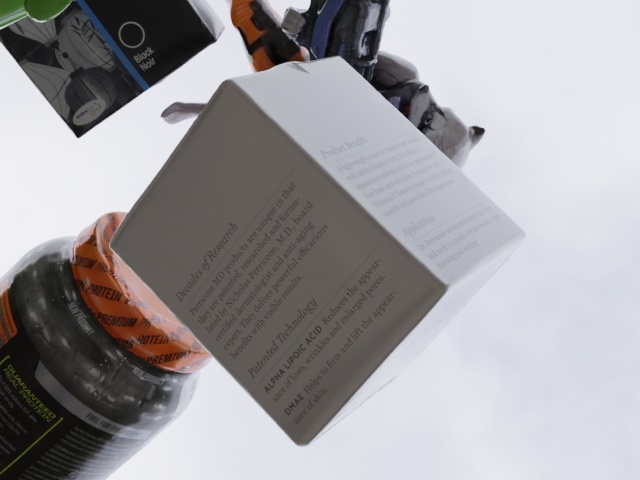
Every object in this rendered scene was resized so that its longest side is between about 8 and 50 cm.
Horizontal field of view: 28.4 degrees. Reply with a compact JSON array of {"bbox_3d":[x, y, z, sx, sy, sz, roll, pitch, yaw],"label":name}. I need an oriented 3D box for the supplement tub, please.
[{"bbox_3d":[-0.258,0.138,1.186,0.338,0.207,0.207,-40,-110,20],"label":"supplement tub"}]

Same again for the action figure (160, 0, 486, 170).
[{"bbox_3d":[0.009,-0.160,1.113,0.330,0.179,0.341,36,-61,30],"label":"action figure"}]

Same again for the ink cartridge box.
[{"bbox_3d":[-0.247,-0.267,1.100,0.165,0.065,0.332,-33,-75,16],"label":"ink cartridge box"}]

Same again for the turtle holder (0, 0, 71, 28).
[{"bbox_3d":[-0.244,-0.279,0.859,0.320,0.227,0.243,-37,-66,-3],"label":"turtle holder"}]

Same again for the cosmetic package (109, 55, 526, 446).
[{"bbox_3d":[0.000,0.000,0.816,0.183,0.151,0.151,45,-62,12],"label":"cosmetic package"}]
